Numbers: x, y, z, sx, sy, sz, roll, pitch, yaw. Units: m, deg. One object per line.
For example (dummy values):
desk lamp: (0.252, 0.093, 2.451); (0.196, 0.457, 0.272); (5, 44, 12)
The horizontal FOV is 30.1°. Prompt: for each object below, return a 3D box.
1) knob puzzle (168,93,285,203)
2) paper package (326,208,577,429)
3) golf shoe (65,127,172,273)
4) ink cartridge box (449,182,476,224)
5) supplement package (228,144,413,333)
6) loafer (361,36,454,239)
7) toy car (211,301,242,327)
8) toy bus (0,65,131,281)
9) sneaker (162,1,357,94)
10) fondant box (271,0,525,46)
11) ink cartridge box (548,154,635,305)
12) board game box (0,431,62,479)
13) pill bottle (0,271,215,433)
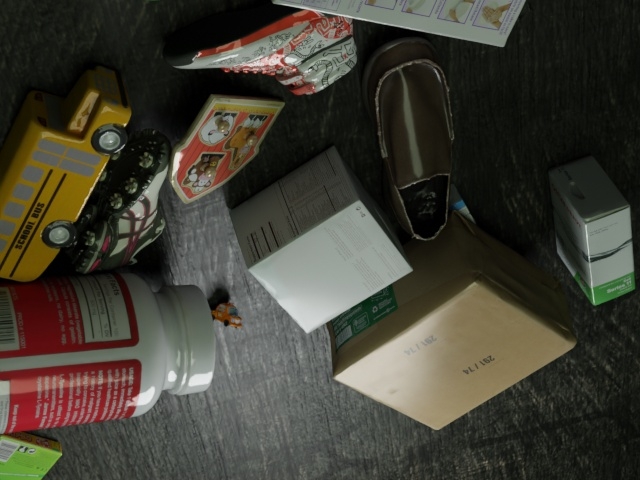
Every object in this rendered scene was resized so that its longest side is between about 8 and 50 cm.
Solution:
knob puzzle: (-0.146, -0.126, 1.745); (0.213, 0.030, 0.213); (-37, 156, -19)
paper package: (0.216, 0.143, 2.045); (0.325, 0.168, 0.309); (-37, 132, 27)
golf shoe: (-0.283, -0.060, 1.784); (0.120, 0.105, 0.273); (5, 135, -43)
ink cartridge box: (0.233, -0.050, 1.996); (0.028, 0.048, 0.083); (-29, 133, 7)
supplement package: (0.000, 0.000, 1.886); (0.203, 0.149, 0.194); (-31, 133, 9)
loafer: (0.157, -0.147, 1.828); (0.133, 0.130, 0.366); (-19, 133, -4)
toy car: (-0.186, 0.115, 1.988); (0.122, 0.060, 0.041); (17, 91, -38)
toy bus: (-0.389, -0.097, 1.693); (0.130, 0.108, 0.333); (16, 123, -29)
sneaker: (-0.077, -0.257, 1.677); (0.270, 0.090, 0.145); (-21, 131, -5)
fondant box: (0.074, -0.371, 1.530); (0.330, 0.238, 0.096); (5, 127, -23)
ink cartridge box: (0.465, -0.019, 2.037); (0.086, 0.153, 0.208); (-21, 134, -3)
board game box: (-0.586, 0.440, 2.138); (0.124, 0.039, 0.259); (25, 115, -34)
pill bottle: (-0.379, 0.167, 1.813); (0.407, 0.229, 0.229); (-3, 131, -25)
